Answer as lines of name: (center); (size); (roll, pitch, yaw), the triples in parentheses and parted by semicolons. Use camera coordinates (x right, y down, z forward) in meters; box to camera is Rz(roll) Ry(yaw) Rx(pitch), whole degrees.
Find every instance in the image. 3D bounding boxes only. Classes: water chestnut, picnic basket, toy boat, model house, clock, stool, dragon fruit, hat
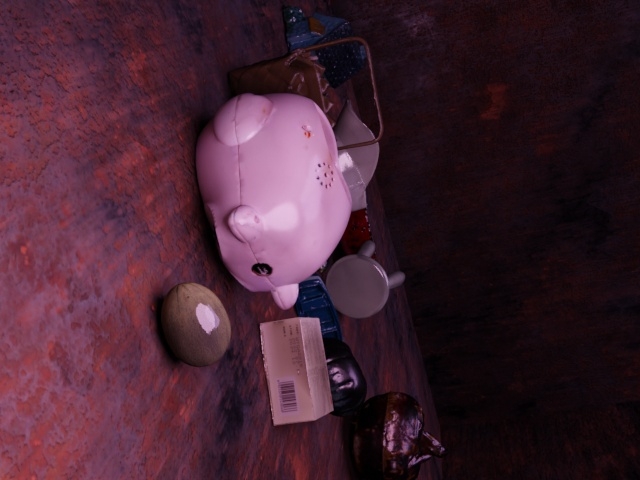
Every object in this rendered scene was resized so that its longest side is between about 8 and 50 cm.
water chestnut: (0.227, 0.578, 1.896); (0.300, 0.300, 0.299); (-12, 90, -77)
picnic basket: (-0.024, -0.331, 1.564); (0.291, 0.321, 0.254); (-39, 120, -73)
toy boat: (0.004, 0.218, 1.675); (0.061, 0.096, 0.299); (-95, 170, -63)
model house: (0.026, -0.686, 2.247); (0.261, 0.241, 0.225); (54, 30, -60)
clock: (-0.076, -0.090, 1.253); (0.368, 0.251, 0.376); (65, 18, -44)
stool: (0.137, 0.124, 2.023); (0.195, 0.195, 0.199); (47, 21, 7)
dragon fruit: (0.105, 0.006, 2.221); (0.282, 0.100, 0.343); (-177, -105, -80)
hat: (0.031, -0.231, 1.773); (0.257, 0.168, 0.301); (58, -35, 29)

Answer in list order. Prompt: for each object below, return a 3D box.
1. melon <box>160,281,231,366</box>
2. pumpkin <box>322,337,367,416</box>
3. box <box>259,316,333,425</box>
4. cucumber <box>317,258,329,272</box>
melon: (-0.183, 0.122, 0.961); (0.098, 0.098, 0.130); (-64, 143, -69)
pumpkin: (0.032, 0.330, 1.583); (0.202, 0.140, 0.201); (155, -90, -86)
box: (-0.047, 0.273, 1.398); (0.168, 0.095, 0.211); (24, 56, -72)
cucumber: (0.000, 0.000, 1.935); (0.058, 0.052, 0.214); (31, 46, -46)
